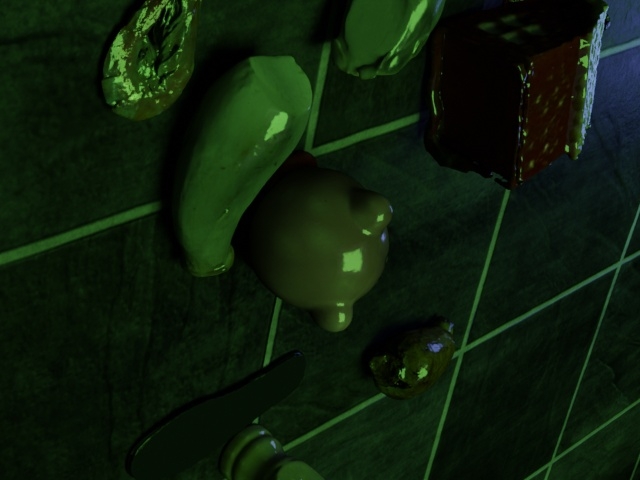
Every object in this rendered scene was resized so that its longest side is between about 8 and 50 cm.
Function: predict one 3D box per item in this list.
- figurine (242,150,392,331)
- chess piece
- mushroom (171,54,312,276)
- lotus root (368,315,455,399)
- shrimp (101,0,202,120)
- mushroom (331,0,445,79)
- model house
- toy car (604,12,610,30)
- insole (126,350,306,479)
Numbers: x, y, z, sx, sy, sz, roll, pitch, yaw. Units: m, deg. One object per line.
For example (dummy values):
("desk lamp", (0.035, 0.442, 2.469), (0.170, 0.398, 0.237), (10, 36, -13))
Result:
("figurine", (0.000, 0.000, 1.550), (0.173, 0.173, 0.173), (-34, 142, -32))
("chess piece", (-0.036, 0.330, 1.763), (0.090, 0.200, 0.090), (-34, 141, -33))
("mushroom", (-0.104, -0.071, 1.423), (0.118, 0.103, 0.270), (-3, 130, -47))
("lotus root", (0.152, 0.172, 1.992), (0.108, 0.094, 0.191), (-36, 172, 40))
("shrimp", (-0.153, -0.200, 1.284), (0.101, 0.042, 0.190), (-1, 120, -45))
("mushroom", (0.124, -0.326, 1.504), (0.351, 0.097, 0.109), (-56, 149, -6))
("model house", (0.277, -0.206, 1.734), (0.254, 0.160, 0.196), (-26, 131, -32))
("toy car", (0.343, -0.276, 1.872), (0.171, 0.070, 0.080), (-35, 142, -30))
("insole", (-0.127, 0.225, 1.724), (0.309, 0.012, 0.110), (-30, 139, -37))
